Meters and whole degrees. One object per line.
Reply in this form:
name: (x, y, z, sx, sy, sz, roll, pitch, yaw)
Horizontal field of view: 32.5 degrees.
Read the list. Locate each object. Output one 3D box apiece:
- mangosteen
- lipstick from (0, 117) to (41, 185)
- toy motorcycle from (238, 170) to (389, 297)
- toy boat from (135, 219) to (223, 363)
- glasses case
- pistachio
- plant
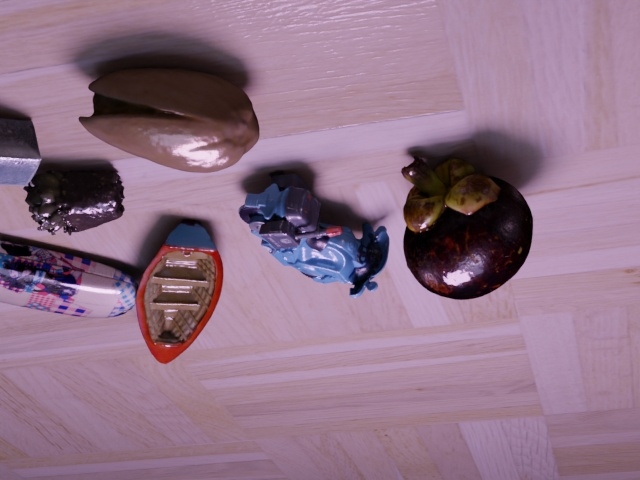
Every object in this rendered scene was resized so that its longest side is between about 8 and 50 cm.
mangosteen: (0.190, -0.026, 1.547, 0.192, 0.192, 0.217, -28, 115, 39)
lipstick: (-0.511, -0.119, 1.409, 0.290, 0.076, 0.077, -1, 150, -37)
toy motorcycle: (0.000, 0.000, 1.642, 0.182, 0.123, 0.272, -5, 152, 30)
toy boat: (-0.242, 0.092, 1.844, 0.136, 0.079, 0.392, 5, 149, -12)
glasses case: (-0.462, 0.064, 1.804, 0.328, 0.076, 0.125, 14, 146, -21)
pistachio: (-0.188, -0.154, 1.383, 0.226, 0.135, 0.136, 10, 149, -3)
plant: (-0.357, -0.057, 1.587, 0.143, 0.092, 0.094, -6, 158, 0)
